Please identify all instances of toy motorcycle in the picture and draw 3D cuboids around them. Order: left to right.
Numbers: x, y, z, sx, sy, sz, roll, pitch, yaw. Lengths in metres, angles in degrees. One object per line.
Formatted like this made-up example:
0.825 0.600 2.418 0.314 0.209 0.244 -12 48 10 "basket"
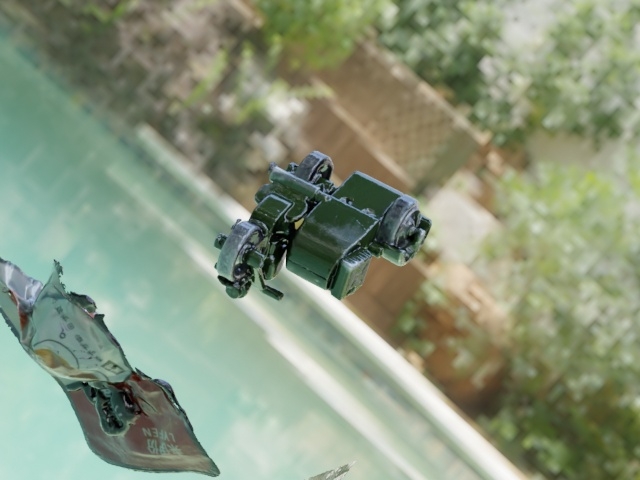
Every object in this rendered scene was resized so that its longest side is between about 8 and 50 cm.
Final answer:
0.000 0.000 2.419 0.205 0.275 0.127 28 -44 16 "toy motorcycle"

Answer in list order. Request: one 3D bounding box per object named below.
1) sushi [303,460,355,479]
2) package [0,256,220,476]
-0.034 0.284 1.681 0.050 0.192 0.215 38 12 14 "sushi"
-0.213 0.118 1.878 0.194 0.071 0.269 13 -34 50 "package"
